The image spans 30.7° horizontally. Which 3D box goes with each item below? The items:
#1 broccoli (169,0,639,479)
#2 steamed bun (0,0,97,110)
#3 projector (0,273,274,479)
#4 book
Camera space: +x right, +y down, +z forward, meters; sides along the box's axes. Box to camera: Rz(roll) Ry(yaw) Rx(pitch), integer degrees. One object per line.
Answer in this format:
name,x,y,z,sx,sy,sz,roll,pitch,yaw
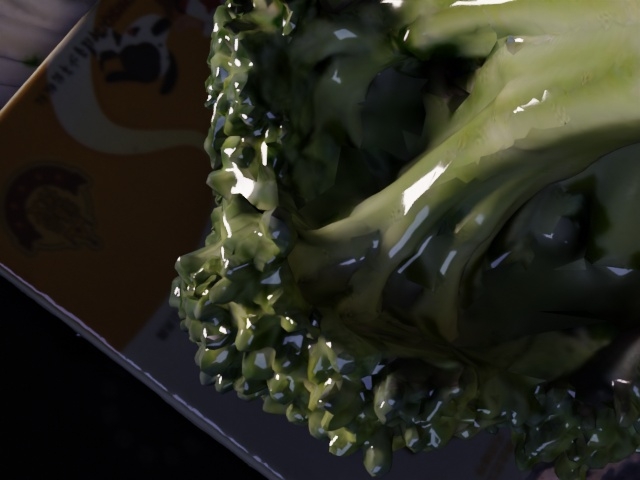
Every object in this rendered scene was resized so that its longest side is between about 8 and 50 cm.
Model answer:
broccoli,0.094,-0.037,0.447,0.260,0.288,0.235,11,166,47
steamed bun,-0.182,-0.132,0.546,0.183,0.106,0.182,6,120,11
projector,-0.249,0.150,0.607,0.395,0.242,0.405,35,137,-14
book,0.000,0.000,0.542,0.295,0.208,0.020,39,157,-11
